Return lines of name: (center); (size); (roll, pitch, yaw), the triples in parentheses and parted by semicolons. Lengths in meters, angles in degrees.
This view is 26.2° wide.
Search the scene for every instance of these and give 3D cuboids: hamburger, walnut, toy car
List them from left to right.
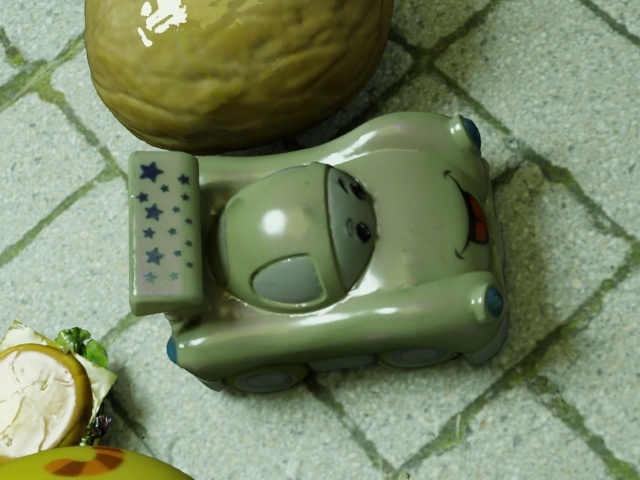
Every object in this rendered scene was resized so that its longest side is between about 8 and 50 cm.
hamburger: (-0.286, 0.177, 1.401); (0.164, 0.093, 0.189); (37, 81, 25)
walnut: (-0.083, -0.235, 1.434); (0.332, 0.333, 0.333); (-6, 64, 13)
toy car: (0.000, 0.000, 1.329); (0.336, 0.226, 0.242); (-10, 63, 12)

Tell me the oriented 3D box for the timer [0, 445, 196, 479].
timer: (-0.220, 0.331, 1.147); (0.376, 0.387, 0.376); (-7, 61, 13)
